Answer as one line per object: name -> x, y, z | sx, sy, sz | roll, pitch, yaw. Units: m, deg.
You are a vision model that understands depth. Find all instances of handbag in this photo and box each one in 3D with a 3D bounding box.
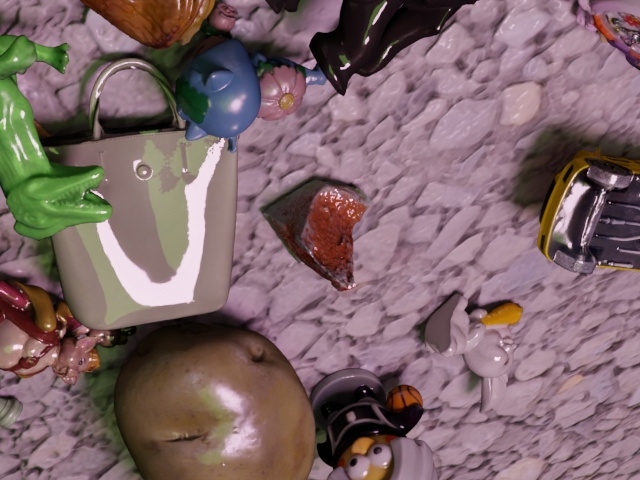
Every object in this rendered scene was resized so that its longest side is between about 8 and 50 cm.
handbag -> -0.206, -0.052, 1.148 | 0.241, 0.109, 0.315 | -9, 121, -21

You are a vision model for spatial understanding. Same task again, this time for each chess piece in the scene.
chess piece -> -0.442, 0.208, 1.295 | 0.042, 0.042, 0.093 | -41, 118, 12

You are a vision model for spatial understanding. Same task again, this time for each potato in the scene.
potato -> -0.131, 0.250, 1.297 | 0.243, 0.221, 0.326 | -27, 115, -10

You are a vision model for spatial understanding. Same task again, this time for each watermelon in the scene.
watermelon -> -0.016, 0.002, 1.232 | 0.121, 0.158, 0.098 | -26, 130, 35

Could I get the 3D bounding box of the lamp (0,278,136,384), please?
lamp -> -0.356, 0.121, 1.220 | 0.253, 0.118, 0.118 | 20, 114, -24

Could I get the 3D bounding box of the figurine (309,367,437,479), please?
figurine -> 0.078, 0.293, 1.371 | 0.176, 0.236, 0.133 | -28, 124, 5

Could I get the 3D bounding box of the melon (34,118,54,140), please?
melon -> -0.343, -0.097, 1.132 | 0.098, 0.054, 0.182 | -43, 124, -5

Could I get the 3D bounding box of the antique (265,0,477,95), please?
antique -> 0.052, -0.319, 1.004 | 0.255, 0.185, 0.322 | -33, 137, 8

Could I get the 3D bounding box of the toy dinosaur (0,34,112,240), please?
toy dinosaur -> -0.494, -0.151, 1.010 | 0.499, 0.144, 0.375 | -8, 119, 6

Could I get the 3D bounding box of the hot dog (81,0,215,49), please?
hot dog -> -0.215, -0.305, 0.942 | 0.272, 0.122, 0.196 | 33, 146, -25

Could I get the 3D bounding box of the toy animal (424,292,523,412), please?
toy animal -> 0.235, 0.158, 1.434 | 0.181, 0.131, 0.127 | 35, 140, -23

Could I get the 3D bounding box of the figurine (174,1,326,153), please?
figurine -> -0.091, -0.187, 1.108 | 0.178, 0.145, 0.114 | -12, 158, -35

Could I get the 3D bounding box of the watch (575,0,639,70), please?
watch -> 0.434, -0.315, 1.147 | 0.244, 0.196, 0.231 | 30, 89, -29

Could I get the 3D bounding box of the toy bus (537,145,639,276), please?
toy bus -> 0.430, -0.039, 1.311 | 0.330, 0.152, 0.144 | 6, 114, -22
